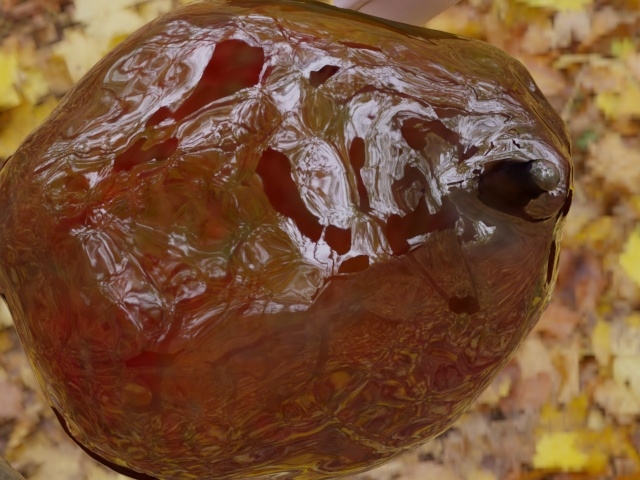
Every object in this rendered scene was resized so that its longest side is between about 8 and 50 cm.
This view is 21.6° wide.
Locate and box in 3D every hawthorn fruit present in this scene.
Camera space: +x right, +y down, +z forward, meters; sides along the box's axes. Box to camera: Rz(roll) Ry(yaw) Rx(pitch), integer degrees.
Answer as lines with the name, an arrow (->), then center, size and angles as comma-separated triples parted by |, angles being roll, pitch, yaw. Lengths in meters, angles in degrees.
hawthorn fruit -> 0.000, 0.000, 0.646 | 0.248, 0.208, 0.208 | -9, 43, 42

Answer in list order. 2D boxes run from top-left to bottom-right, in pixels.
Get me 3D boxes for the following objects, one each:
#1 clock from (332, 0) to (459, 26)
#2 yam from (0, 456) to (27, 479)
clock -> 0.056, -0.280, 1.069 | 0.290, 0.080, 0.275 | -24, 84, -45
yam -> -0.153, 0.173, 0.848 | 0.127, 0.084, 0.084 | 43, 67, 11
